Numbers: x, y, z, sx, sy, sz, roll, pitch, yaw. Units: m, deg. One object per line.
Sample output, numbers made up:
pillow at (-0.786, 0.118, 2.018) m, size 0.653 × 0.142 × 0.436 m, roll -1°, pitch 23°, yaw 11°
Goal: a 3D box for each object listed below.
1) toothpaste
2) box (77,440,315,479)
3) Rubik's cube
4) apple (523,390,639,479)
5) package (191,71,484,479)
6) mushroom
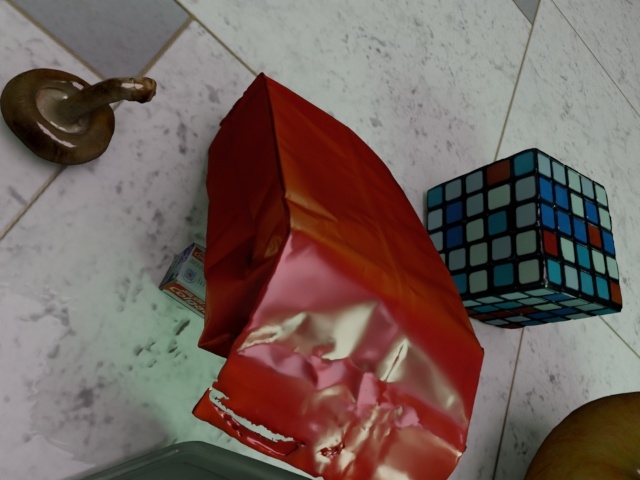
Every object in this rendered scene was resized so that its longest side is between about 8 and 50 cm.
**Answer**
toothpaste at (-0.067, 0.079, 0.595) m, size 0.196 × 0.040 × 0.047 m, roll 39°, pitch 50°, yaw -23°
box at (-0.082, 0.253, 0.368) m, size 0.194 × 0.294 × 0.167 m, roll -11°, pitch 93°, yaw -40°
Rubik's cube at (0.268, 0.009, 0.797) m, size 0.182 × 0.187 × 0.184 m, roll 18°, pitch 67°, yaw -35°
apple at (0.414, 0.355, 0.647) m, size 0.333 × 0.401 × 0.400 m, roll 56°, pitch 45°, yaw -38°
package at (0.000, 0.000, 0.513) m, size 0.196 × 0.123 × 0.423 m, roll 30°, pitch 25°, yaw -24°
mushroom at (-0.206, -0.112, 0.521) m, size 0.130 × 0.072 × 0.088 m, roll -11°, pitch 63°, yaw -7°
